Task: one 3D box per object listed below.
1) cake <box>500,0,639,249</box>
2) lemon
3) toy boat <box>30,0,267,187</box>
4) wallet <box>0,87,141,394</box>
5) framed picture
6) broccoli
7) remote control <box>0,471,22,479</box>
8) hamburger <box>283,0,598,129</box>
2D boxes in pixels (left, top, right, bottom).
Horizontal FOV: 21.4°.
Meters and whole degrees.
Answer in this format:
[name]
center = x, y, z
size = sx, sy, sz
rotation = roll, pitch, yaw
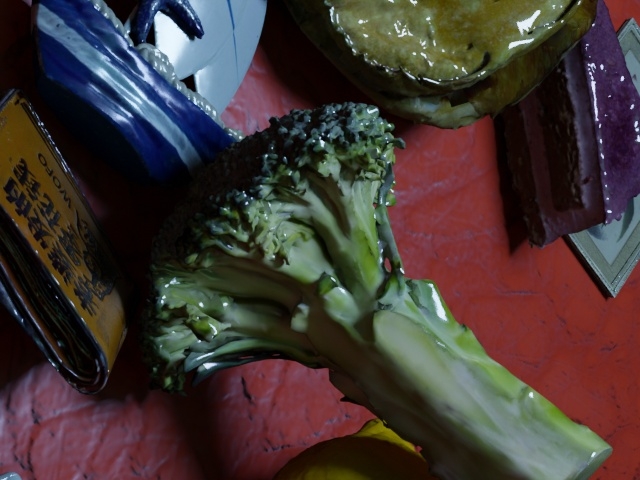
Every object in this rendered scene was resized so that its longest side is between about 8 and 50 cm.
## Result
[cake]
center = 0.225, -0.149, 1.533
size = 0.112, 0.116, 0.295
rotation = -15, 94, -41
[lemon]
center = 0.028, 0.259, 1.295
size = 0.188, 0.188, 0.257
rotation = 22, 67, -36
[toy boat]
center = -0.125, -0.184, 1.291
size = 0.210, 0.070, 0.292
rotation = 21, 70, -41
[wallet]
center = -0.191, -0.003, 1.181
size = 0.195, 0.042, 0.161
rotation = 58, 17, -17
[framed picture]
center = 0.293, -0.083, 1.653
size = 0.173, 0.010, 0.231
rotation = 51, 58, -23
[broccoli]
center = 0.056, 0.047, 1.224
size = 0.361, 0.221, 0.252
rotation = 21, 89, 8
[remote control]
center = -0.256, 0.204, 1.176
size = 0.124, 0.018, 0.053
rotation = -18, 97, -39
[hamburger]
center = 0.096, -0.241, 1.404
size = 0.265, 0.134, 0.285
rotation = -44, 96, -3
